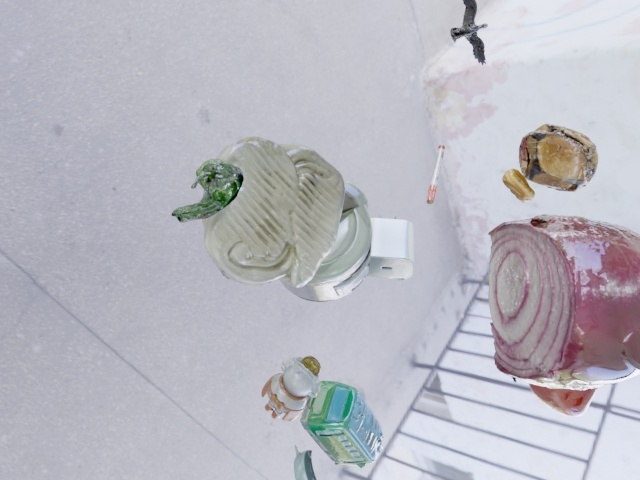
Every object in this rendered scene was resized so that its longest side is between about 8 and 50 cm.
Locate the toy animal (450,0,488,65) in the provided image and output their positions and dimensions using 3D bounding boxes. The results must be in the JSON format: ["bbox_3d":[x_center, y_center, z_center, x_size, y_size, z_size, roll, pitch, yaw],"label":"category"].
[{"bbox_3d":[0.433,-0.614,1.607,0.062,0.107,0.220,-62,134,-60],"label":"toy animal"}]

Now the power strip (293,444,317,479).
[{"bbox_3d":[-0.037,0.770,1.794,0.216,0.044,0.137,66,13,17],"label":"power strip"}]

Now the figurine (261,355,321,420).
[{"bbox_3d":[-0.083,0.428,1.602,0.143,0.143,0.271,-34,163,-42],"label":"figurine"}]

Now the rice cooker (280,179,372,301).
[{"bbox_3d":[0.000,0.000,1.603,0.325,0.335,0.335,80,30,-69],"label":"rice cooker"}]

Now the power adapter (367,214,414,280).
[{"bbox_3d":[0.243,0.005,1.999,0.124,0.186,0.255,91,6,-50],"label":"power adapter"}]

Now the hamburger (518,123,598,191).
[{"bbox_3d":[0.679,-0.239,1.576,0.107,0.231,0.231,-42,125,-23],"label":"hamburger"}]

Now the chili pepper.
[{"bbox_3d":[-0.194,-0.094,0.962,0.122,0.279,0.065,-37,89,-21],"label":"chili pepper"}]

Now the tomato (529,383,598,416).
[{"bbox_3d":[0.629,0.388,1.435,0.082,0.174,0.167,-54,160,-64],"label":"tomato"}]

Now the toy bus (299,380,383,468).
[{"bbox_3d":[0.089,0.646,1.926,0.344,0.199,0.184,60,37,-39],"label":"toy bus"}]

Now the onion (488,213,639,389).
[{"bbox_3d":[0.345,0.072,0.699,0.206,0.206,0.216,-5,93,-19],"label":"onion"}]

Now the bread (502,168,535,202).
[{"bbox_3d":[0.567,-0.157,1.572,0.111,0.044,0.083,48,34,2],"label":"bread"}]

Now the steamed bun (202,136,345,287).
[{"bbox_3d":[-0.121,-0.059,1.235,0.309,0.219,0.325,12,84,-29],"label":"steamed bun"}]

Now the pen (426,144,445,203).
[{"bbox_3d":[0.394,-0.227,1.879,0.028,0.028,0.239,45,52,-43],"label":"pen"}]
